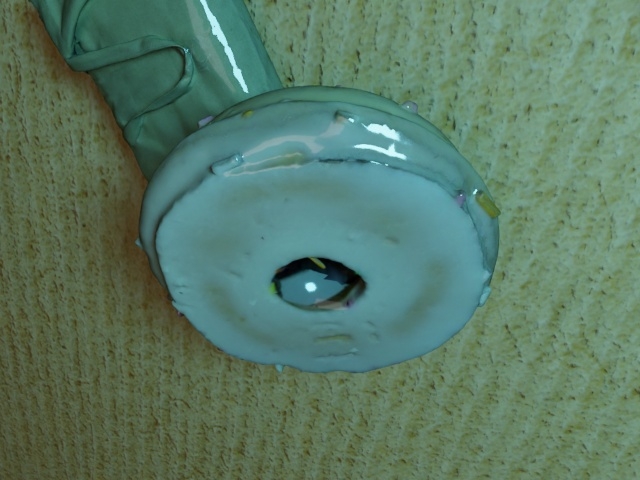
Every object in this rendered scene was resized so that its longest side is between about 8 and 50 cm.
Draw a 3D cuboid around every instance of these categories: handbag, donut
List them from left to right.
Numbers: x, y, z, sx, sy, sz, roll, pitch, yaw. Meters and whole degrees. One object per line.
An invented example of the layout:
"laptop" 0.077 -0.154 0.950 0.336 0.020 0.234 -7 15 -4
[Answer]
"handbag" -0.179 -0.213 0.649 0.253 0.109 0.316 -16 114 32
"donut" 0.000 0.000 0.620 0.382 0.142 0.382 3 133 3
